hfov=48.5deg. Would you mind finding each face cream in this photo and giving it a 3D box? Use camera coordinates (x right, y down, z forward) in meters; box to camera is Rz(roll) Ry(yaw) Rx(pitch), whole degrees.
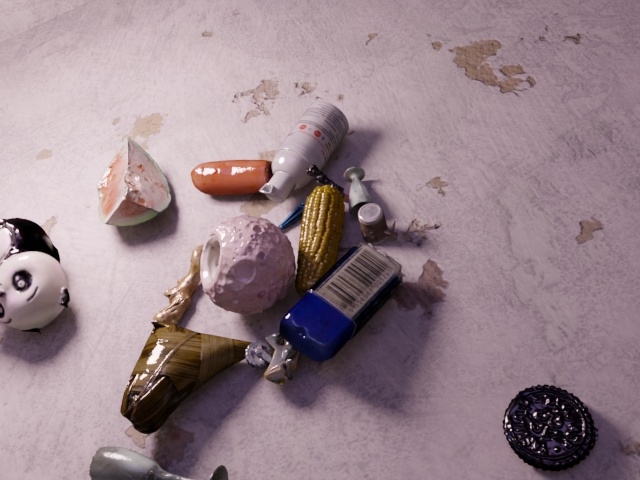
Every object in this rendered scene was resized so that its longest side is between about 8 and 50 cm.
[{"bbox_3d":[-0.063,-0.243,2.112,0.145,0.145,0.369,19,59,28],"label":"face cream"}]

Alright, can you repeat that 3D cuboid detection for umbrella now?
[{"bbox_3d":[0.021,-0.163,2.042,0.037,0.144,0.040,-41,15,41],"label":"umbrella"}]

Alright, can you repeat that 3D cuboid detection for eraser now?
[{"bbox_3d":[0.060,0.149,1.738,0.155,0.101,0.332,35,55,18],"label":"eraser"}]

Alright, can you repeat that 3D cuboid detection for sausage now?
[{"bbox_3d":[-0.267,-0.191,2.147,0.259,0.113,0.113,-2,51,16],"label":"sausage"}]

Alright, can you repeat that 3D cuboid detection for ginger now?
[{"bbox_3d":[-0.374,0.122,1.957,0.089,0.075,0.288,7,58,27],"label":"ginger"}]

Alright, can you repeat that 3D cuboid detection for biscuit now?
[{"bbox_3d":[0.482,0.394,1.501,0.195,0.053,0.194,-8,51,10],"label":"biscuit"}]

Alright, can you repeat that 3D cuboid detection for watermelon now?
[{"bbox_3d":[-0.578,-0.173,2.176,0.224,0.180,0.305,-8,47,-10],"label":"watermelon"}]

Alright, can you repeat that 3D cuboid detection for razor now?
[{"bbox_3d":[-0.092,-0.056,2.035,0.253,0.042,0.082,-41,95,-19],"label":"razor"}]

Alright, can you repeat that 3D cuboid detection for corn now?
[{"bbox_3d":[0.000,0.000,1.917,0.120,0.120,0.363,-2,56,14],"label":"corn"}]

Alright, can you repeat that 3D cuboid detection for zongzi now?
[{"bbox_3d":[-0.311,0.334,1.716,0.288,0.134,0.286,5,46,10],"label":"zongzi"}]

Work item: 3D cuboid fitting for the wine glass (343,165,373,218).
[{"bbox_3d":[0.107,-0.136,2.029,0.073,0.073,0.155,-14,46,4],"label":"wine glass"}]

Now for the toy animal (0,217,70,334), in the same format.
[{"bbox_3d":[-0.831,0.105,1.996,0.251,0.251,0.310,-29,62,-8],"label":"toy animal"}]

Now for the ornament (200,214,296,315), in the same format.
[{"bbox_3d":[-0.181,0.066,1.829,0.225,0.259,0.259,8,42,-29],"label":"ornament"}]

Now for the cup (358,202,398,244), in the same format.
[{"bbox_3d":[0.150,-0.038,1.915,0.074,0.099,0.102,-35,51,-13],"label":"cup"}]

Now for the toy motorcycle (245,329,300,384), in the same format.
[{"bbox_3d":[-0.064,0.274,1.734,0.229,0.094,0.129,-20,53,-18],"label":"toy motorcycle"}]

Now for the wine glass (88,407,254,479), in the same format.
[{"bbox_3d":[-0.340,0.491,1.667,0.310,0.096,0.264,4,29,20],"label":"wine glass"}]
